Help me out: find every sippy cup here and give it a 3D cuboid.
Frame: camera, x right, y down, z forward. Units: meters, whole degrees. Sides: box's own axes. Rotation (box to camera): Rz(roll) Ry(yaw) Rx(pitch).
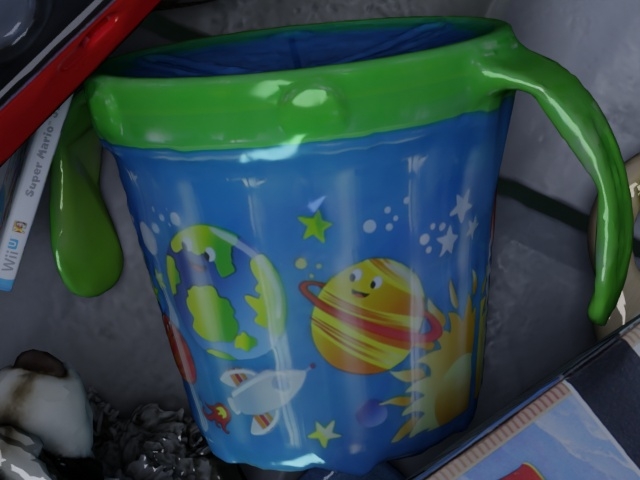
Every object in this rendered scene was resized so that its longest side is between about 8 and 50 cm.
[{"bbox_3d":[0.000,0.000,0.687,0.240,0.305,0.224,-14,107,-26],"label":"sippy cup"}]

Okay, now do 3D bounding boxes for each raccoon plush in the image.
[{"bbox_3d":[-0.150,0.274,0.649,0.216,0.299,0.446,-4,94,11],"label":"raccoon plush"}]

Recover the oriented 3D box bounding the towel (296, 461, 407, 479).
[{"bbox_3d":[0.004,0.182,0.787,0.067,0.029,0.119,43,95,-1],"label":"towel"}]

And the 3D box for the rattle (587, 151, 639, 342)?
[{"bbox_3d":[0.221,0.036,0.720,0.130,0.143,0.200,25,88,-19],"label":"rattle"}]

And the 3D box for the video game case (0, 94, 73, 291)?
[{"bbox_3d":[-0.160,-0.070,0.705,0.015,0.119,0.166,14,115,-19],"label":"video game case"}]

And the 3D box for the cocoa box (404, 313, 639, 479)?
[{"bbox_3d":[0.173,0.242,0.611,0.228,0.231,0.347,-31,77,-21],"label":"cocoa box"}]

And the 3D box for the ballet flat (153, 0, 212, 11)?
[{"bbox_3d":[-0.152,-0.173,0.757,0.249,0.058,0.084,-6,116,7],"label":"ballet flat"}]

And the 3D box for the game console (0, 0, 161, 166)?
[{"bbox_3d":[-0.201,-0.234,0.660,0.342,0.060,0.386,-46,62,5],"label":"game console"}]
